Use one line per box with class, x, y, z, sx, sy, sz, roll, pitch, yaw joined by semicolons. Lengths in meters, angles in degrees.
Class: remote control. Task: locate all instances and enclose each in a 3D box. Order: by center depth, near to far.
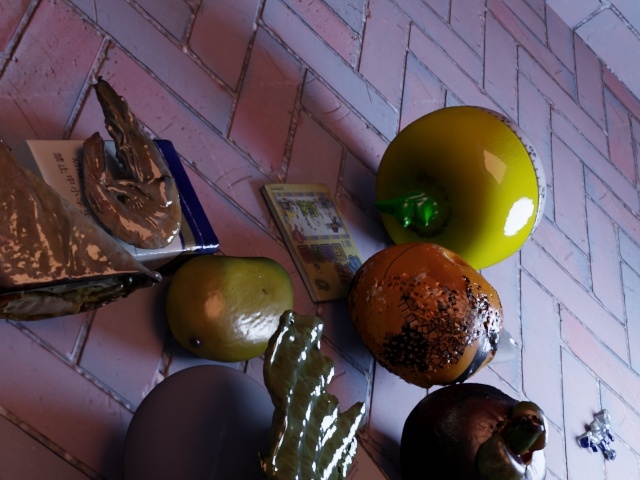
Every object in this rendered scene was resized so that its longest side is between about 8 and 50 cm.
remote control;0.249;0.159;2.202;0.229;0.044;0.073;1;57;-54

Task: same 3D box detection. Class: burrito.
burrito;-0.347;-0.016;1.450;0.348;0.107;0.175;43;62;-8

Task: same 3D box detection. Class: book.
book;0.000;0.000;2.034;0.168;0.013;0.192;-3;64;-57

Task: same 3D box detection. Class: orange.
orange;0.148;0.102;1.963;0.234;0.182;0.234;23;21;-9

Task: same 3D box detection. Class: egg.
egg;-0.121;0.234;1.461;0.176;0.176;0.232;41;27;-23

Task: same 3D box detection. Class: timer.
timer;0.188;-0.068;2.140;0.285;0.285;0.285;36;35;-30

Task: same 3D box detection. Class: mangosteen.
mangosteen;0.214;0.285;1.865;0.216;0.216;0.216;36;35;-30

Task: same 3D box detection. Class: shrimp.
shrimp;-0.234;-0.089;1.617;0.126;0.047;0.223;-10;70;-46

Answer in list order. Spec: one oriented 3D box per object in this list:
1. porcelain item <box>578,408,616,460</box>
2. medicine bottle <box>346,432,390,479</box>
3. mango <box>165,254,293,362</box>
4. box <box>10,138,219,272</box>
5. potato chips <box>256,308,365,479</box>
porcelain item;0.483;0.343;2.379;0.075;0.021;0.136;60;30;0
medicine bottle;0.011;0.312;1.701;0.171;0.052;0.201;52;31;-6
mango;-0.103;0.083;1.727;0.237;0.091;0.137;0;69;-54
box;-0.247;-0.039;1.659;0.259;0.071;0.168;-4;64;-57
potato chips;0.009;0.291;1.368;0.373;0.097;0.389;78;4;-47
